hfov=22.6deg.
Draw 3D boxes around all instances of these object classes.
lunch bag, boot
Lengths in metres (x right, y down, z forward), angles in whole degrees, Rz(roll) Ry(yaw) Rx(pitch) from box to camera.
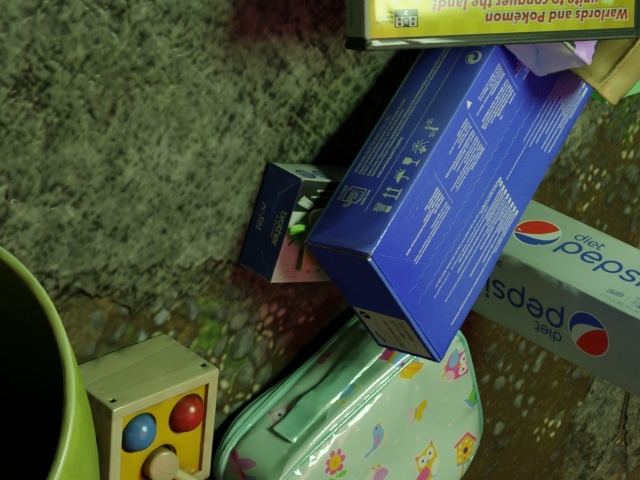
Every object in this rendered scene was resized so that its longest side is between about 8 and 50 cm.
[{"bbox_3d":[0.033,0.192,1.530,0.279,0.108,0.224,-42,136,-24],"label":"lunch bag"},{"bbox_3d":[0.324,-0.257,1.451,0.269,0.089,0.236,-53,176,14],"label":"boot"}]

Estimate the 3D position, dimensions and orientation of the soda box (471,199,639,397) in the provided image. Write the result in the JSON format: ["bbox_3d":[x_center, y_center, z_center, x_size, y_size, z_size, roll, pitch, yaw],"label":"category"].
[{"bbox_3d":[0.247,0.050,1.537,0.098,0.286,0.091,-30,133,-36],"label":"soda box"}]

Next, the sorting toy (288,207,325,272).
[{"bbox_3d":[0.000,0.000,1.372,0.083,0.012,0.062,-10,122,-45],"label":"sorting toy"}]

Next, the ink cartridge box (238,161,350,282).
[{"bbox_3d":[0.025,-0.015,1.440,0.207,0.046,0.097,-1,114,-49],"label":"ink cartridge box"}]

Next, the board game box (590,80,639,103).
[{"bbox_3d":[0.402,-0.281,1.704,0.317,0.046,0.214,-19,127,-41],"label":"board game box"}]

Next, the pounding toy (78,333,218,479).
[{"bbox_3d":[-0.136,0.170,1.328,0.130,0.100,0.141,-19,126,-40],"label":"pounding toy"}]

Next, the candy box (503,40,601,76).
[{"bbox_3d":[0.192,-0.269,1.367,0.165,0.070,0.196,38,68,-25],"label":"candy box"}]

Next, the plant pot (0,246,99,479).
[{"bbox_3d":[-0.259,0.170,1.089,0.275,0.274,0.293,-50,157,-14],"label":"plant pot"}]

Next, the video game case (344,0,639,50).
[{"bbox_3d":[0.140,-0.278,1.252,0.274,0.035,0.248,-7,101,-30],"label":"video game case"}]

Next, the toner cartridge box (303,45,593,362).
[{"bbox_3d":[0.128,-0.081,1.430,0.348,0.075,0.165,-58,140,-23],"label":"toner cartridge box"}]
